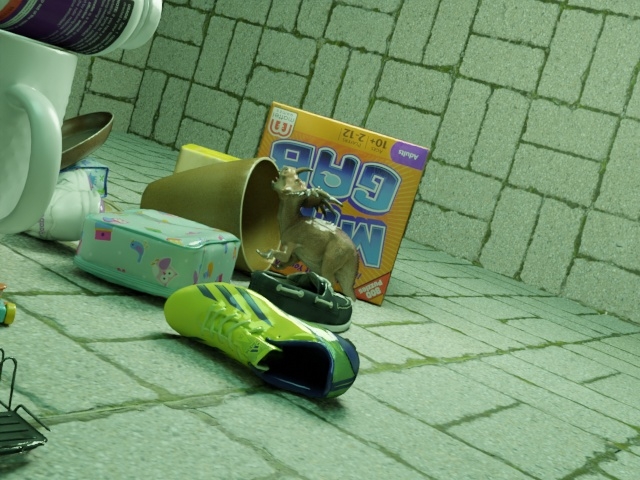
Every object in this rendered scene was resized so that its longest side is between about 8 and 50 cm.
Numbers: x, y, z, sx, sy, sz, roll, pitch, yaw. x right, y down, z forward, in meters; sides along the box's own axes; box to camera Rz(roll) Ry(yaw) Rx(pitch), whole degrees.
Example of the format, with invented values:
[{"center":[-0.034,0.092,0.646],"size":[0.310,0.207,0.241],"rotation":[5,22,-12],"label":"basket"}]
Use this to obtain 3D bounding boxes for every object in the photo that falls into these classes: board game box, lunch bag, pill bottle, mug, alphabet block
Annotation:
[{"center":[0.033,-0.096,1.999],"size":[0.356,0.356,0.356],"rotation":[17,7,4],"label":"board game box"},{"center":[-0.601,-0.158,2.054],"size":[0.151,0.096,0.129],"rotation":[-2,16,-28],"label":"lunch bag"},{"center":[-0.392,-0.382,1.267],"size":[0.181,0.181,0.323],"rotation":[22,8,30],"label":"pill bottle"},{"center":[-0.506,-0.146,1.252],"size":[0.374,0.328,0.276],"rotation":[23,10,35],"label":"mug"},{"center":[-0.261,-0.109,2.038],"size":[0.192,0.197,0.193],"rotation":[16,8,-6],"label":"alphabet block"},{"center":[-0.270,0.018,1.432],"size":[0.224,0.108,0.279],"rotation":[14,5,11],"label":"lunch bag"}]

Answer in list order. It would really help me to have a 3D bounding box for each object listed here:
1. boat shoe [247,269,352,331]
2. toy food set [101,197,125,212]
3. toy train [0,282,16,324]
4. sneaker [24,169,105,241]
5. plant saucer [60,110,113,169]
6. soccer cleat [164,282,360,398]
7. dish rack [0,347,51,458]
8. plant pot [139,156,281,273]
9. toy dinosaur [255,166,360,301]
[{"center":[-0.025,0.099,1.460],"size":[0.114,0.091,0.302],"rotation":[21,9,26],"label":"boat shoe"},{"center":[-0.511,-0.072,1.852],"size":[0.132,0.038,0.192],"rotation":[32,9,36],"label":"toy food set"},{"center":[-0.421,0.067,0.971],"size":[0.125,0.046,0.166],"rotation":[19,8,9],"label":"toy train"},{"center":[-0.485,-0.068,1.544],"size":[0.152,0.114,0.305],"rotation":[0,10,-24],"label":"sneaker"},{"center":[-0.631,-0.222,2.040],"size":[0.311,0.050,0.310],"rotation":[-17,27,9],"label":"plant saucer"},{"center":[-0.088,0.128,1.122],"size":[0.289,0.093,0.121],"rotation":[19,14,16],"label":"soccer cleat"},{"center":[-0.363,0.106,0.719],"size":[0.271,0.074,0.208],"rotation":[23,10,38],"label":"dish rack"},{"center":[-0.231,-0.057,1.757],"size":[0.254,0.237,0.237],"rotation":[4,3,19],"label":"plant pot"},{"center":[0.000,0.000,1.698],"size":[0.296,0.200,0.127],"rotation":[40,-4,-11],"label":"toy dinosaur"}]
